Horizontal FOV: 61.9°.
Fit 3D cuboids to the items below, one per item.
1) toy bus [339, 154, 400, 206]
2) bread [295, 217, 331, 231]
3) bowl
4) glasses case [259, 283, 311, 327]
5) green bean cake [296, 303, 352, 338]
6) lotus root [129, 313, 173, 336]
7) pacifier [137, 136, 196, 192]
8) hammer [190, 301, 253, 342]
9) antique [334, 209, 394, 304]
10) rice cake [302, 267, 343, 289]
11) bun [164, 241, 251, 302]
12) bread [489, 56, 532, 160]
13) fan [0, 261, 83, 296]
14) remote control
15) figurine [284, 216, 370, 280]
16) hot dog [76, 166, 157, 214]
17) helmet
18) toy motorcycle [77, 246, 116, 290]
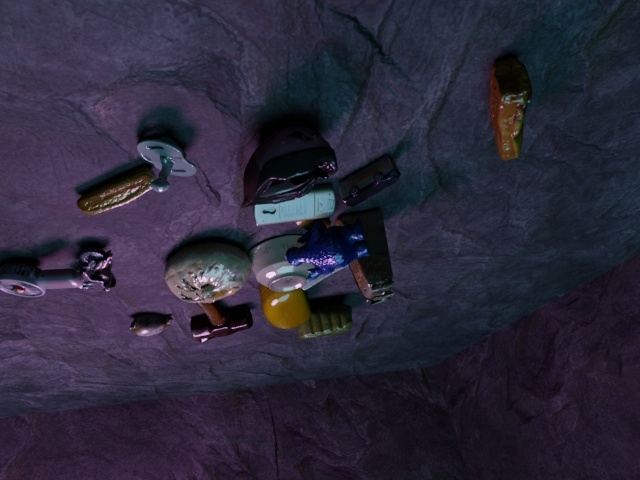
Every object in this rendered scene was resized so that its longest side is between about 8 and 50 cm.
[{"bbox_3d":[0.131,-0.161,1.454,0.172,0.072,0.057,-29,151,24],"label":"toy bus"},{"bbox_3d":[-0.023,-0.061,1.596,0.074,0.053,0.132,-25,152,20],"label":"bread"},{"bbox_3d":[-0.119,0.090,1.772,0.238,0.126,0.237,-10,155,-5],"label":"bowl"},{"bbox_3d":[-0.133,0.239,2.037,0.173,0.141,0.371,-13,153,0],"label":"glasses case"},{"bbox_3d":[0.017,0.354,2.311,0.248,0.124,0.222,-13,168,-7],"label":"green bean cake"},{"bbox_3d":[-0.643,0.323,2.030,0.165,0.088,0.088,-1,153,-45],"label":"lotus root"},{"bbox_3d":[-0.351,-0.162,1.180,0.127,0.116,0.150,8,161,13],"label":"pacifier"},{"bbox_3d":[-0.414,0.266,2.018,0.243,0.095,0.409,-14,152,0],"label":"hammer"},{"bbox_3d":[0.148,0.056,1.653,0.150,0.284,0.125,-12,154,-7],"label":"antique"},{"bbox_3d":[0.033,0.099,1.877,0.237,0.043,0.127,-29,-178,10],"label":"rice cake"},{"bbox_3d":[-0.352,0.120,1.692,0.287,0.146,0.287,-8,155,-4],"label":"bun"},{"bbox_3d":[0.448,-0.301,1.263,0.077,0.139,0.271,-9,153,13],"label":"bread"},{"bbox_3d":[-0.783,0.111,1.490,0.244,0.074,0.130,-3,151,11],"label":"fan"},{"bbox_3d":[-0.072,-0.098,1.485,0.234,0.038,0.098,-8,123,-13],"label":"remote control"},{"bbox_3d":[0.014,0.027,1.546,0.262,0.164,0.120,-27,-166,21],"label":"figurine"},{"bbox_3d":[-0.481,-0.116,1.276,0.216,0.047,0.066,-22,116,15],"label":"hot dog"},{"bbox_3d":[-0.084,-0.176,1.241,0.253,0.154,0.198,-12,-179,41],"label":"helmet"},{"bbox_3d":[-0.649,0.087,1.559,0.118,0.084,0.212,10,141,-25],"label":"toy motorcycle"}]
